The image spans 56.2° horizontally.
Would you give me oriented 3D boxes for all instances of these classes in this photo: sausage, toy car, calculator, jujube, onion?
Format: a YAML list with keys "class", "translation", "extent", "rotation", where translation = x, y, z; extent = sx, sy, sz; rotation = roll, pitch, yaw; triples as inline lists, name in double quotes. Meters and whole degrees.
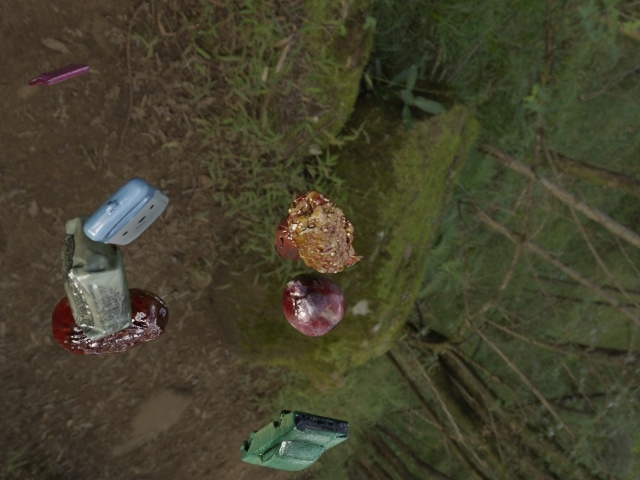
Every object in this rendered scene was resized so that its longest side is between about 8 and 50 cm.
- class: "sausage"
  translation: [-0.047, -0.005, 1.105]
  extent: [0.076, 0.076, 0.141]
  rotation: [-31, 169, -12]
- class: "toy car"
  translation: [-0.073, 0.464, 1.365]
  extent: [0.141, 0.097, 0.321]
  rotation: [18, 142, -22]
- class: "calculator"
  translation: [-0.754, -0.475, 1.713]
  extent: [0.126, 0.190, 0.034]
  rotation: [-36, 122, -33]
- class: "jujube"
  translation: [-0.613, 0.228, 1.761]
  extent: [0.342, 0.216, 0.216]
  rotation: [-6, 155, 18]
- class: "calculator"
  translation: [-0.311, -0.044, 0.973]
  extent: [0.121, 0.039, 0.210]
  rotation: [-47, 180, -5]
- class: "onion"
  translation: [-0.028, 0.142, 1.462]
  extent: [0.159, 0.159, 0.195]
  rotation: [-38, 132, 0]

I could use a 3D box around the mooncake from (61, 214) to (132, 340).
- class: "mooncake"
  translation: [-0.543, 0.093, 1.436]
  extent: [0.136, 0.250, 0.254]
  rotation: [-13, 127, -23]

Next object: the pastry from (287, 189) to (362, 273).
- class: "pastry"
  translation: [-0.002, -0.001, 0.795]
  extent: [0.063, 0.087, 0.169]
  rotation: [-57, 153, -20]
